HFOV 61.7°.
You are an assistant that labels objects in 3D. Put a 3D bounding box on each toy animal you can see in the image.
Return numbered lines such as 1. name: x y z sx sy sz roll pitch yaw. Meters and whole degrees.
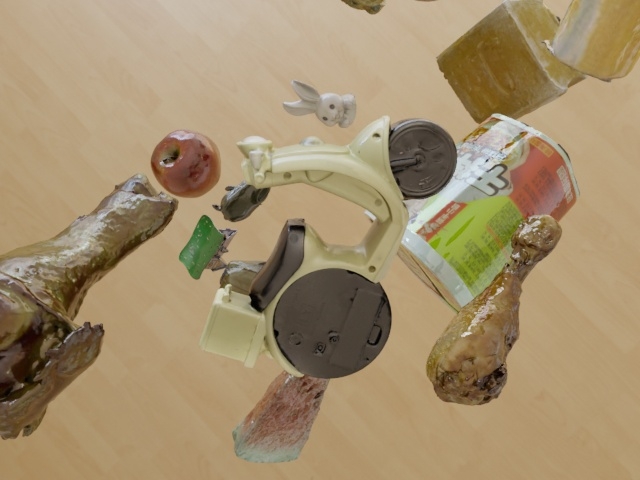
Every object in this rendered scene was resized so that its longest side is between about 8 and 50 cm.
1. toy animal: 0.006 -0.408 1.638 0.131 0.221 0.103 59 137 40

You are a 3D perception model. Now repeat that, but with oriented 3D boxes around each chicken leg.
1. chicken leg: 0.207 0.081 0.634 0.087 0.107 0.251 30 86 0
2. chicken leg: -0.273 0.057 0.538 0.211 0.140 0.361 23 58 37

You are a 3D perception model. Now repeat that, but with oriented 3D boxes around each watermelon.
1. watermelon: -0.056 0.265 0.920 0.094 0.154 0.241 41 105 37

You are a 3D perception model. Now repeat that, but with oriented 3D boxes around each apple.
1. apple: -0.424 -0.244 1.742 0.230 0.230 0.230 0 91 9

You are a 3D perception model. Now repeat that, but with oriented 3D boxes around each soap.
1. soap: 0.523 -0.490 1.500 0.156 0.335 0.293 -35 96 -21

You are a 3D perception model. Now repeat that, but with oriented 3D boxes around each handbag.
1. handbag: -0.134 -0.078 0.968 0.111 0.047 0.072 -43 128 -6

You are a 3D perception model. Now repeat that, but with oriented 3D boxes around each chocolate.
1. chocolate: 0.270 -0.244 0.433 0.086 0.085 0.219 20 137 8

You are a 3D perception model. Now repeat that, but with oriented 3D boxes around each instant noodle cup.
1. instant noodle cup: 0.289 -0.053 1.000 0.308 0.294 0.294 -44 85 0

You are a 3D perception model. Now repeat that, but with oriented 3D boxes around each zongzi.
1. zongzi: -0.111 0.085 1.394 0.260 0.289 0.123 20 120 -4

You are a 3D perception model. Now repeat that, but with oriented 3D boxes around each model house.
1. model house: -0.301 0.021 1.490 0.117 0.088 0.167 44 111 31

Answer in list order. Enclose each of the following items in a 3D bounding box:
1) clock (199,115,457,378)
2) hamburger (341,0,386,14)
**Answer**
1. clock: 0.000 0.000 0.710 0.276 0.120 0.379 15 100 -9
2. hamburger: 0.111 -0.854 1.661 0.134 0.285 0.265 -37 64 45
